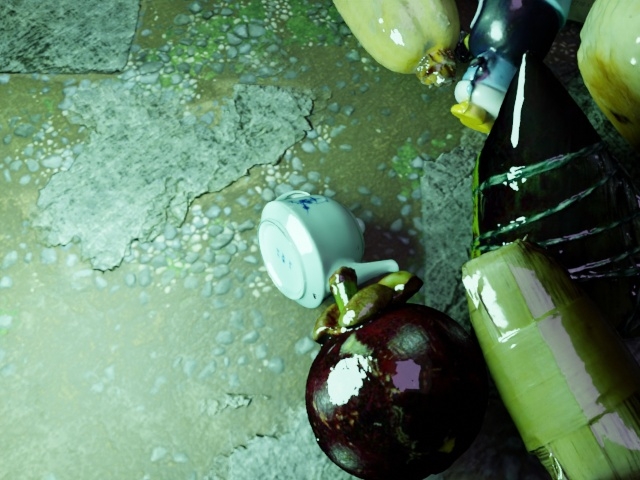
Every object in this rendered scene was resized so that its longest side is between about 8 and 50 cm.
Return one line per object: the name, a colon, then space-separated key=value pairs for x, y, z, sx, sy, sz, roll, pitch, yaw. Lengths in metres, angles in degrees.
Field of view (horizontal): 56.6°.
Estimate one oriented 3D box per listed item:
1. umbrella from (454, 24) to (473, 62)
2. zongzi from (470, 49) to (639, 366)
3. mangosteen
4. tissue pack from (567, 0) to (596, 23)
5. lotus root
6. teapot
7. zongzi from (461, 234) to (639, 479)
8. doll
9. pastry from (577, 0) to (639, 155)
umbrella: x=0.222 y=-0.398 z=1.064 sx=0.046 sy=0.050 sz=0.188 roll=-16 pitch=65 yaw=-31
zongzi: x=0.293 y=-0.047 z=0.752 sx=0.318 sy=0.362 sz=0.384 roll=-18 pitch=69 yaw=12
mangosteen: x=0.077 y=0.154 z=0.718 sx=0.228 sy=0.228 sz=0.266 roll=-24 pitch=81 yaw=-10
tissue pack: x=0.379 y=-0.607 z=1.073 sx=0.404 sy=0.205 sz=0.332 roll=17 pitch=71 yaw=8
lotus root: x=0.134 y=-0.390 z=1.009 sx=0.169 sy=0.151 sz=0.343 roll=-33 pitch=74 yaw=7
teapot: x=0.000 y=0.000 z=0.844 sx=0.159 sy=0.159 sz=0.232 roll=-36 pitch=49 yaw=-15
zongzi: x=0.288 y=0.143 z=0.713 sx=0.145 sy=0.300 sz=0.274 roll=-31 pitch=68 yaw=19
doll: x=0.301 y=-0.333 z=0.945 sx=0.141 sy=0.177 sz=0.314 roll=26 pitch=94 yaw=34
pastry: x=0.568 y=-0.264 z=0.824 sx=0.312 sy=0.388 sz=0.389 roll=-40 pitch=70 yaw=11
